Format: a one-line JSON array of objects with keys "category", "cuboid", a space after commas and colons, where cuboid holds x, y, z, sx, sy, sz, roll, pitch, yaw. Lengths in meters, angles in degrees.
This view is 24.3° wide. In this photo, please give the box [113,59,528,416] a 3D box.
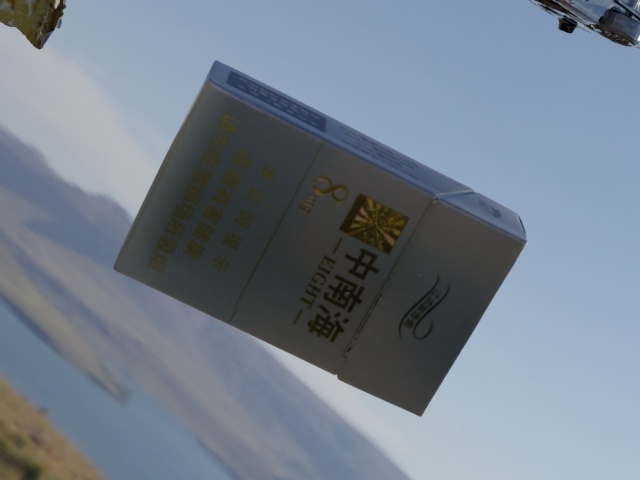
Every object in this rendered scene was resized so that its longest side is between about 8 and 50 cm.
[{"category": "box", "cuboid": [0.000, 0.000, 1.024, 0.243, 0.155, 0.067, 25, 20, -7]}]

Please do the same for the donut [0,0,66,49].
[{"category": "donut", "cuboid": [-0.168, -0.218, 0.906, 0.078, 0.146, 0.181, 18, -31, -3]}]

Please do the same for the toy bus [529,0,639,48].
[{"category": "toy bus", "cuboid": [0.131, -0.179, 0.839, 0.178, 0.087, 0.098, 22, 2, -45]}]
